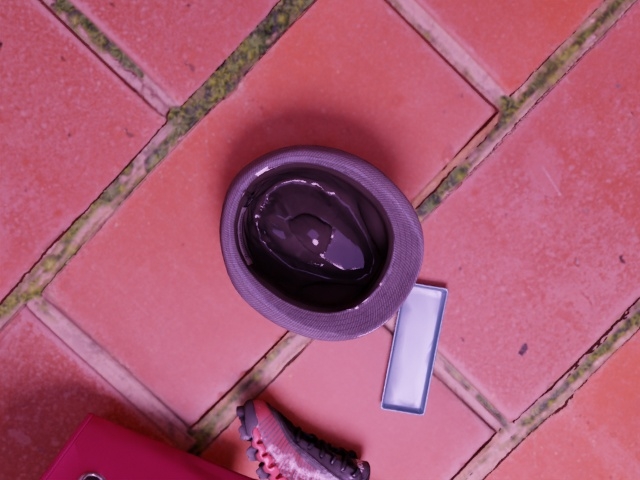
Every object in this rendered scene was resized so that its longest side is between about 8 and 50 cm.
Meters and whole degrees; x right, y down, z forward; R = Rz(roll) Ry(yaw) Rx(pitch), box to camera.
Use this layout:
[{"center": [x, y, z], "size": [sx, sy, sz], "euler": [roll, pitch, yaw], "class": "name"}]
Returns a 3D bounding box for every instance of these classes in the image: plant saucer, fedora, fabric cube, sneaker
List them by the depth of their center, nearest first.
[{"center": [-0.257, 0.429, 1.005], "size": [0.258, 0.254, 0.259], "euler": [22, 114, 0], "class": "fabric cube"}, {"center": [0.000, 0.000, 1.060], "size": [0.275, 0.124, 0.244], "euler": [26, 93, 5], "class": "fedora"}, {"center": [-0.008, 0.323, 1.111], "size": [0.135, 0.097, 0.276], "euler": [-34, 98, 3], "class": "sneaker"}, {"center": [0.136, 0.157, 1.135], "size": [0.067, 0.018, 0.192], "euler": [10, 95, -2], "class": "plant saucer"}]
